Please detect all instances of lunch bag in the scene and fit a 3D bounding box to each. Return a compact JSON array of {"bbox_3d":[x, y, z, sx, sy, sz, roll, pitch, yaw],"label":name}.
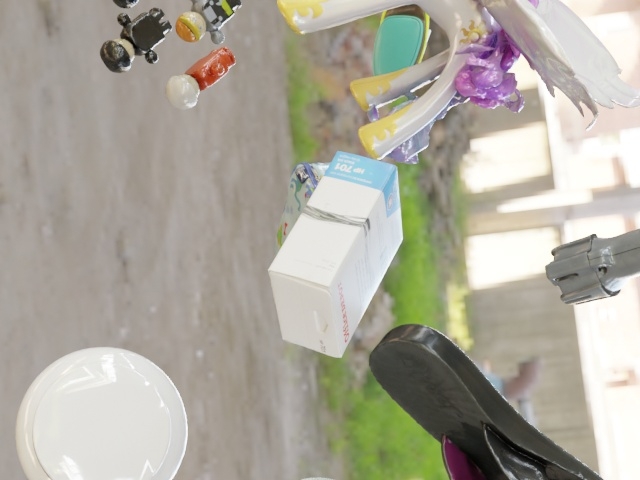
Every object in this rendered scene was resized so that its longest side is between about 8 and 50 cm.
[{"bbox_3d":[0.000,0.000,2.268,0.176,0.090,0.219,-117,-145,-46],"label":"lunch bag"}]

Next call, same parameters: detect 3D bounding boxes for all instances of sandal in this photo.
[{"bbox_3d":[0.221,0.295,1.866,0.107,0.446,0.167,-51,-173,-38],"label":"sandal"}]

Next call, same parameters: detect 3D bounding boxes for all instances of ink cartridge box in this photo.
[{"bbox_3d":[0.022,0.015,1.699,0.190,0.082,0.139,-59,156,-33],"label":"ink cartridge box"}]

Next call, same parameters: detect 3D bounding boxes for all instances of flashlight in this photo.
[{"bbox_3d":[0.426,0.004,1.746,0.103,0.304,0.103,57,34,-20],"label":"flashlight"}]

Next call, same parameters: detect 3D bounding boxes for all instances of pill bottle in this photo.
[{"bbox_3d":[-0.302,0.265,2.044,0.408,0.229,0.229,136,-51,-78],"label":"pill bottle"}]

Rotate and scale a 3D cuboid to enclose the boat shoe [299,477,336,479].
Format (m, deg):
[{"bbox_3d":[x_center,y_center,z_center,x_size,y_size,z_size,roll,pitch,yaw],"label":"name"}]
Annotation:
[{"bbox_3d":[0.049,0.331,1.699,0.083,0.183,0.065,86,24,-62],"label":"boat shoe"}]

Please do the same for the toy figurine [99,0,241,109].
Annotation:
[{"bbox_3d":[-0.248,-0.343,2.417,0.148,0.213,0.209,-46,161,-37],"label":"toy figurine"}]

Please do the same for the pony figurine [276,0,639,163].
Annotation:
[{"bbox_3d":[0.184,-0.248,1.712,0.351,0.363,0.303,59,19,4],"label":"pony figurine"}]

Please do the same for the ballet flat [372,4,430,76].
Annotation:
[{"bbox_3d":[0.124,-0.315,2.045,0.077,0.077,0.230,-10,108,-61],"label":"ballet flat"}]
